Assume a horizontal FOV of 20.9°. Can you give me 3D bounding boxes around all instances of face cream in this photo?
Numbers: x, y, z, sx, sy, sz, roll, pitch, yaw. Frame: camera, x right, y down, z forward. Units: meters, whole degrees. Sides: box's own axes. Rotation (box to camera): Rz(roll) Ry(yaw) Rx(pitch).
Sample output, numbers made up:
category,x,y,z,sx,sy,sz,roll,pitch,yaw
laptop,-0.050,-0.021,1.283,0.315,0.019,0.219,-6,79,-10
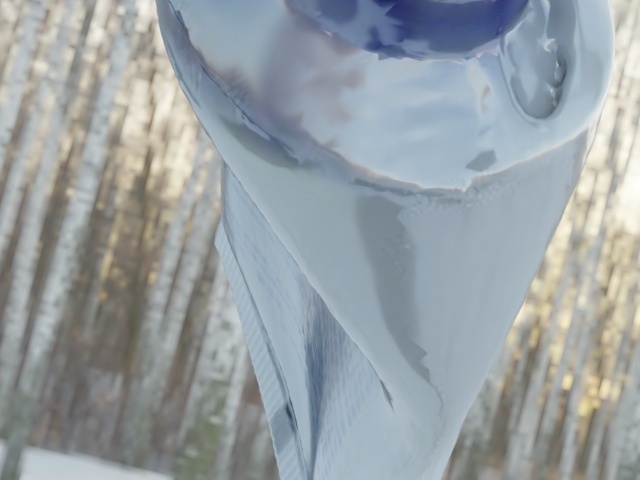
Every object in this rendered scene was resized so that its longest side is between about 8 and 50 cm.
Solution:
category,x,y,z,sx,sy,sz,roll,pitch,yaw
face cream,0.000,0.000,0.648,0.137,0.235,0.420,-10,-27,-14
